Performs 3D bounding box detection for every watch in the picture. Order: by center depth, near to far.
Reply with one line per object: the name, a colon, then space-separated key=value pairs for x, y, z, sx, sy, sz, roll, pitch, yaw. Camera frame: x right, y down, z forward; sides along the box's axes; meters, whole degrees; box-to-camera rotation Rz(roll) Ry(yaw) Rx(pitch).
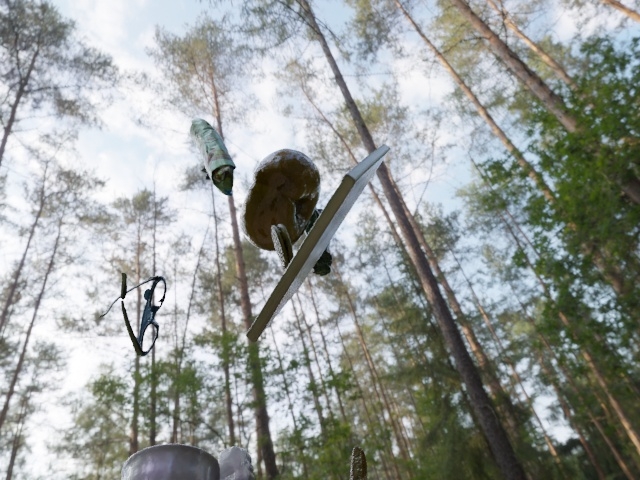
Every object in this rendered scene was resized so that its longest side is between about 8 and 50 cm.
watch: x=-0.287 y=0.507 z=0.973 sx=0.244 sy=0.196 sz=0.231 roll=-31 pitch=-59 yaw=11

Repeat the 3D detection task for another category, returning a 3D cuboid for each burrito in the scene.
burrito: x=-0.221 y=-0.166 z=0.955 sx=0.054 sy=0.288 sz=0.104 roll=-11 pitch=-51 yaw=-20

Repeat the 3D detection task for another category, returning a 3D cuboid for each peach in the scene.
peach: x=-0.094 y=-0.093 z=1.091 sx=0.153 sy=0.251 sz=0.251 roll=19 pitch=-41 yaw=19

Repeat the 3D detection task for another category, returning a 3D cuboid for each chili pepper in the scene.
chili pepper: x=-0.007 y=-0.018 z=1.253 sx=0.061 sy=0.224 sz=0.098 roll=-17 pitch=-26 yaw=28

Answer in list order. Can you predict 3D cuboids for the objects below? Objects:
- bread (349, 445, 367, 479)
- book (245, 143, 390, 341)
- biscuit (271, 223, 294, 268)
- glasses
bread: x=0.110 y=0.710 z=1.379 sx=0.054 sy=0.154 sz=0.136 roll=7 pitch=-46 yaw=1
book: x=0.000 y=0.000 z=0.693 sx=0.020 sy=0.208 sz=0.295 roll=35 pitch=-62 yaw=5
biscuit: x=-0.068 y=0.011 z=0.848 sx=0.023 sy=0.084 sz=0.084 roll=-16 pitch=-43 yaw=-13
glasses: x=-0.502 y=0.190 z=1.289 sx=0.102 sy=0.239 sz=0.207 roll=-2 pitch=-24 yaw=8
